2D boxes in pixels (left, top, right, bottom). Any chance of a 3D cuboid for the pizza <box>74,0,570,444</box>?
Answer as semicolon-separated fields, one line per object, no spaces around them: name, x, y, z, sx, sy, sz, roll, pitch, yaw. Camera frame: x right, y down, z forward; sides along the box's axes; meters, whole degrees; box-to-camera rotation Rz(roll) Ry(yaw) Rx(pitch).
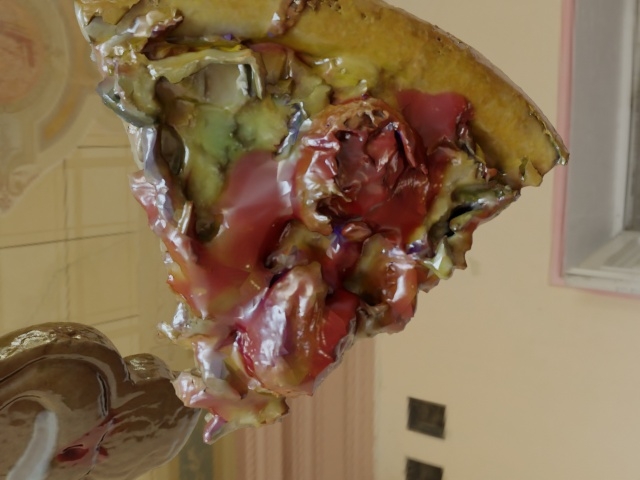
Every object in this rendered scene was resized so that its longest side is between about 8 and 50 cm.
pizza;0.000;0.000;0.339;0.201;0.053;0.193;5;-74;-17

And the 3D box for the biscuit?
biscuit;-0.222;0.129;0.601;0.183;0.047;0.320;-47;-41;3
